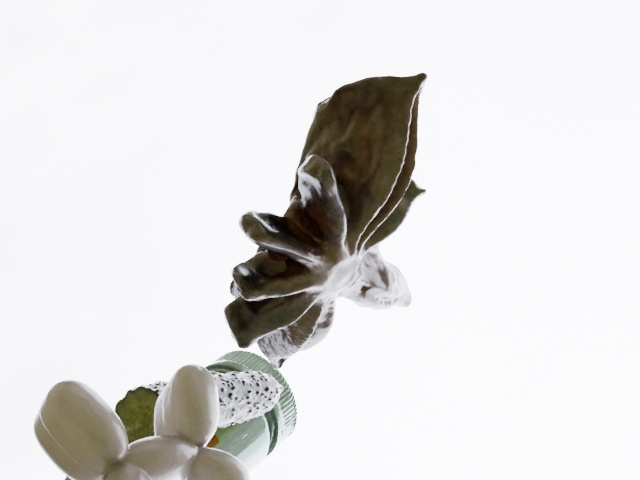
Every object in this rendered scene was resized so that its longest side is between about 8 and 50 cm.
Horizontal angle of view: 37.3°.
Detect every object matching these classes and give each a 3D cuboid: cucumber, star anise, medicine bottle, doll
[{"bbox_3d":[-0.132,0.196,1.137,0.072,0.300,0.072,-2,-94,27],"label":"cucumber"},{"bbox_3d":[-0.001,0.004,0.759,0.198,0.258,0.110,-31,-124,-24],"label":"star anise"},{"bbox_3d":[-0.181,0.282,1.258,0.158,0.158,0.318,6,-155,32],"label":"medicine bottle"},{"bbox_3d":[-0.108,0.157,0.591,0.059,0.161,0.160,-54,-125,33],"label":"doll"}]
